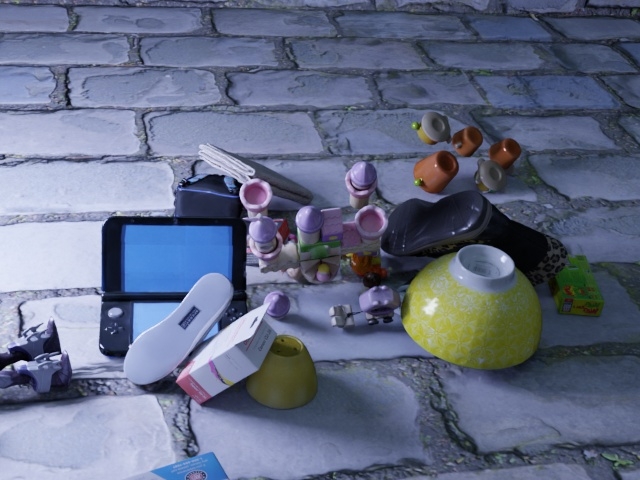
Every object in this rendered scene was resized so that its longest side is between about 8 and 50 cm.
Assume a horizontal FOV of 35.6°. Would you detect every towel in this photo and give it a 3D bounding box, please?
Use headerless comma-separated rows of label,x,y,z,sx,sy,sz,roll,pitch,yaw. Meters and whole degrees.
towel,-0.154,-0.154,2.370,0.187,0.049,0.282,31,7,31

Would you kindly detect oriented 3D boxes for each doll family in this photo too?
doll family,0.032,0.023,2.163,0.263,0.118,0.163,5,33,-2

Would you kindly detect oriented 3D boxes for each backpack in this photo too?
backpack,-0.249,-0.092,2.298,0.158,0.116,0.173,8,15,2

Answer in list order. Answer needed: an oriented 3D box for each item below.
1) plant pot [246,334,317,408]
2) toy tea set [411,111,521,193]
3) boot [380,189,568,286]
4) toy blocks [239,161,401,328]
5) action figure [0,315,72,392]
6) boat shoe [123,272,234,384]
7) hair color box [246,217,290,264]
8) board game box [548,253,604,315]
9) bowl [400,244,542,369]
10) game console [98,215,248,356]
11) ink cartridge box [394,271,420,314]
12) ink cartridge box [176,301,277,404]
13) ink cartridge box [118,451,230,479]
plant pot,-0.068,0.231,1.840,0.134,0.095,0.134,4,33,-3
toy tea set,0.369,-0.201,2.591,0.336,0.124,0.199,12,63,-26
boot,0.330,0.007,2.198,0.284,0.377,0.138,24,70,-25
toy blocks,0.000,0.000,1.956,0.289,0.260,0.308,-8,71,-4
action figure,-0.591,0.232,1.749,0.285,0.099,0.185,-16,44,-26
boat shoe,-0.253,0.172,1.857,0.258,0.084,0.095,-42,75,-5
hair color box,-0.124,0.001,2.227,0.072,0.043,0.141,-3,29,18
board game box,0.559,0.095,2.214,0.092,0.043,0.181,4,32,-3
bowl,0.311,0.102,1.976,0.290,0.156,0.289,5,34,-3
game console,-0.284,0.088,1.957,0.293,0.173,0.250,0,33,-10
ink cartridge box,0.283,0.129,2.113,0.206,0.045,0.208,25,35,27
ink cartridge box,-0.154,0.201,1.788,0.067,0.198,0.115,48,32,-14
ink cartridge box,-0.183,0.469,1.350,0.198,0.197,0.270,-13,37,-27
